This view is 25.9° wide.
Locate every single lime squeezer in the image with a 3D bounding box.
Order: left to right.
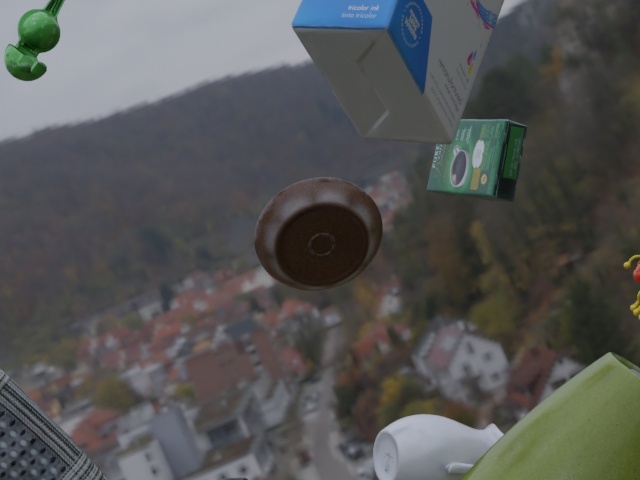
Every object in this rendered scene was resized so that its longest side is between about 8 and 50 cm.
[{"bbox_3d":[-0.352,-0.268,1.753,0.310,0.059,0.110,-83,19,-52],"label":"lime squeezer"}]

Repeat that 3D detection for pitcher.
[{"bbox_3d":[0.200,0.329,2.090,0.207,0.125,0.178,3,4,-25],"label":"pitcher"}]

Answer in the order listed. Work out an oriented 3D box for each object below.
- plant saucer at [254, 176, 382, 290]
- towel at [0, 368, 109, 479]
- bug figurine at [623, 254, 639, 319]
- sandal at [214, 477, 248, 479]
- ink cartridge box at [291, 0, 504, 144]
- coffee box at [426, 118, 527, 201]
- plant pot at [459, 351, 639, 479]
[{"bbox_3d":[0.000,0.000,2.107,0.198,0.199,0.036,-23,31,4],"label":"plant saucer"},{"bbox_3d":[-0.439,0.324,1.652,0.324,0.312,0.056,-46,16,-16],"label":"towel"},{"bbox_3d":[0.580,0.041,1.968,0.279,0.072,0.216,-23,27,-6],"label":"bug figurine"},{"bbox_3d":[-0.201,0.441,2.053,0.120,0.086,0.303,-5,-27,-43],"label":"sandal"},{"bbox_3d":[0.075,-0.201,1.004,0.078,0.134,0.231,6,61,31],"label":"ink cartridge box"},{"bbox_3d":[0.222,-0.116,1.993,0.040,0.113,0.184,11,-2,-26],"label":"coffee box"},{"bbox_3d":[0.366,0.309,1.887,0.293,0.275,0.275,-56,-3,7],"label":"plant pot"}]
